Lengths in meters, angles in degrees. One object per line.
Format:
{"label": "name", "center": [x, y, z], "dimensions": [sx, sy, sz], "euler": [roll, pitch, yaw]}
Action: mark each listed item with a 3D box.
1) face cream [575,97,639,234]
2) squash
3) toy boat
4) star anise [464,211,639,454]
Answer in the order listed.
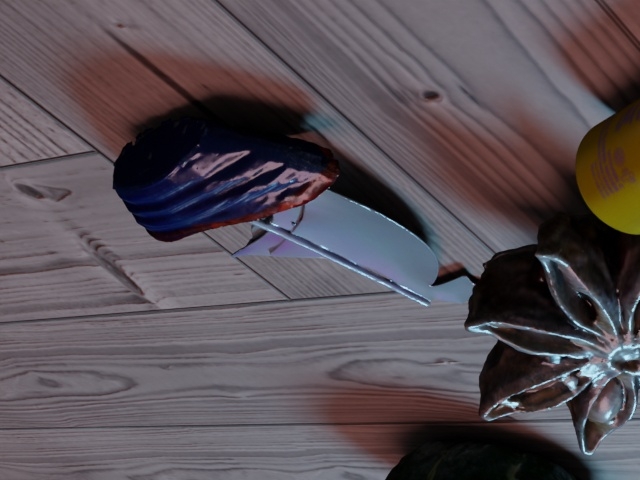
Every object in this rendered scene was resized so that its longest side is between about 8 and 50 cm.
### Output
{"label": "face cream", "center": [0.249, -0.078, 1.000], "dimensions": [0.078, 0.078, 0.273], "euler": [25, 154, -16]}
{"label": "squash", "center": [0.172, 0.303, 1.738], "dimensions": [0.252, 0.165, 0.252], "euler": [16, 159, 7]}
{"label": "toy boat", "center": [-0.001, -0.011, 1.322], "dimensions": [0.318, 0.072, 0.219], "euler": [19, 158, -10]}
{"label": "star anise", "center": [0.215, 0.052, 1.264], "dimensions": [0.223, 0.109, 0.236], "euler": [-9, 137, 4]}
